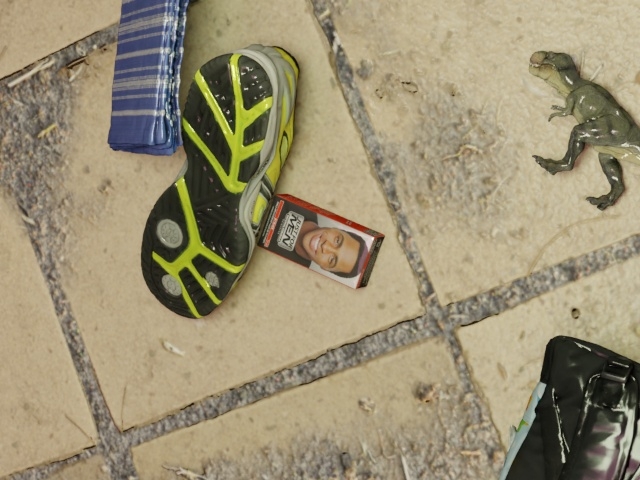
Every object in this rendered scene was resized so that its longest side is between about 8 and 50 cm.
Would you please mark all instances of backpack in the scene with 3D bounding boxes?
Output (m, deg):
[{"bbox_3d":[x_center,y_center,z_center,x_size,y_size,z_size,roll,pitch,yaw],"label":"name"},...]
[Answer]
[{"bbox_3d":[0.314,0.326,1.579,0.290,0.273,0.355,22,80,17],"label":"backpack"}]

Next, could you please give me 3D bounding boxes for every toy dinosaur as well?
[{"bbox_3d":[0.319,-0.105,1.632,0.268,0.064,0.118,40,100,11],"label":"toy dinosaur"}]

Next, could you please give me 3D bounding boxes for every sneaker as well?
[{"bbox_3d":[-0.107,-0.064,1.773,0.145,0.147,0.384,33,123,14],"label":"sneaker"}]

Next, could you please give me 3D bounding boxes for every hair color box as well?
[{"bbox_3d":[0.000,0.000,1.776,0.141,0.043,0.072,23,101,18],"label":"hair color box"}]

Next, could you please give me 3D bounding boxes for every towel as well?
[{"bbox_3d":[-0.201,-0.271,1.754,0.040,0.243,0.335,6,91,-23],"label":"towel"}]
